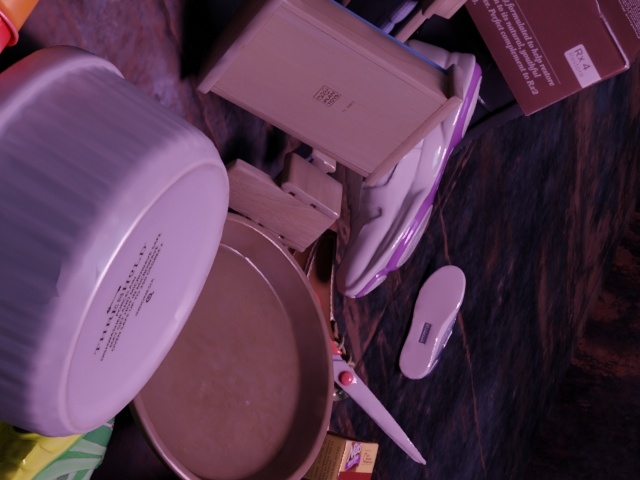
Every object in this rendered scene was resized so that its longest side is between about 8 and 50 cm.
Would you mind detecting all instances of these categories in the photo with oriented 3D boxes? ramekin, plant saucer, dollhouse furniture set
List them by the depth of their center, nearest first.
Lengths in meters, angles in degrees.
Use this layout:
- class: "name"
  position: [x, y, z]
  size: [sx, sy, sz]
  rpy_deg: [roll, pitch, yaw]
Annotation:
- class: "ramekin"
  position: [-0.170, 0.012, 0.821]
  size: [0.273, 0.127, 0.273]
  rpy_deg: [-59, 168, -21]
- class: "plant saucer"
  position: [-0.089, 0.109, 1.102]
  size: [0.278, 0.041, 0.278]
  rpy_deg: [23, 58, -45]
- class: "dollhouse furniture set"
  position: [-0.009, -0.211, 1.172]
  size: [0.286, 0.198, 0.303]
  rpy_deg: [-43, -151, 38]

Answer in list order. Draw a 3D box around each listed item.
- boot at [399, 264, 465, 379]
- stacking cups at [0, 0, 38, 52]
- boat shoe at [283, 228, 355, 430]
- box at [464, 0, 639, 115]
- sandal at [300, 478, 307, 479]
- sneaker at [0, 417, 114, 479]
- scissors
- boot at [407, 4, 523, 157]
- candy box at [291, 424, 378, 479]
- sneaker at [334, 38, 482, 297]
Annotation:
- class: "boot"
  position: [0.179, 0.129, 1.863]
  size: [0.190, 0.069, 0.086]
  rpy_deg: [-65, 164, 1]
- class: "stacking cups"
  position: [-0.176, -0.224, 0.754]
  size: [0.316, 0.096, 0.096]
  rpy_deg: [-65, 156, -19]
- class: "boat shoe"
  position: [-0.016, 0.145, 1.344]
  size: [0.122, 0.120, 0.324]
  rpy_deg: [-20, 124, -62]
- class: "box"
  position: [0.302, -0.301, 1.413]
  size: [0.191, 0.143, 0.381]
  rpy_deg: [61, 29, -7]
- class: "sandal"
  position: [-0.059, 0.297, 1.299]
  size: [0.072, 0.180, 0.049]
  rpy_deg: [18, 54, -44]
- class: "sneaker"
  position: [-0.242, 0.194, 0.877]
  size: [0.295, 0.109, 0.123]
  rpy_deg: [-35, 132, -56]
- class: "scissors"
  position: [0.021, 0.129, 1.276]
  size: [0.109, 0.297, 0.021]
  rpy_deg: [-59, -168, -9]
- class: "boot"
  position: [0.123, -0.201, 1.433]
  size: [0.207, 0.246, 0.094]
  rpy_deg: [40, 39, -30]
- class: "candy box"
  position: [-0.045, 0.212, 1.238]
  size: [0.109, 0.186, 0.053]
  rpy_deg: [29, 75, -66]
- class: "sneaker"
  position: [0.066, -0.085, 1.317]
  size: [0.114, 0.152, 0.305]
  rpy_deg: [76, 36, -78]
